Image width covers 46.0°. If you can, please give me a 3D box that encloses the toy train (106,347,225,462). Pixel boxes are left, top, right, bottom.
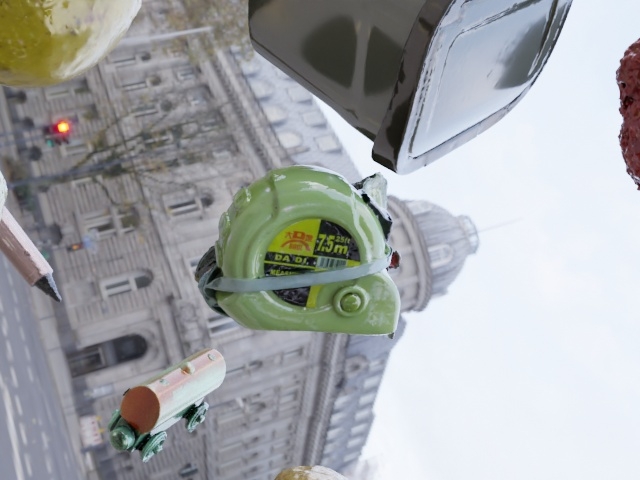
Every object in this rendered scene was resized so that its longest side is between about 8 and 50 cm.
[{"bbox_3d":[-0.289,0.305,1.455,0.116,0.285,0.177,37,-70,14],"label":"toy train"}]

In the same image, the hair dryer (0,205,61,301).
[{"bbox_3d":[-0.540,-0.030,1.235,0.344,0.107,0.189,54,-34,-2],"label":"hair dryer"}]

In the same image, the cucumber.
[{"bbox_3d":[-0.037,-0.006,0.932,0.077,0.265,0.077,55,24,-39],"label":"cucumber"}]

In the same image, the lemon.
[{"bbox_3d":[-0.345,-0.310,0.877,0.310,0.258,0.257,-61,159,-45],"label":"lemon"}]

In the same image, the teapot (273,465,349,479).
[{"bbox_3d":[0.020,0.388,0.961,0.311,0.167,0.203,99,-11,-50],"label":"teapot"}]

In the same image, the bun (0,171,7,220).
[{"bbox_3d":[-0.448,-0.023,0.821,0.220,0.221,0.134,135,-64,-70],"label":"bun"}]

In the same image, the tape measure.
[{"bbox_3d":[-0.015,0.011,0.661,0.087,0.178,0.154,-119,-147,-63],"label":"tape measure"}]

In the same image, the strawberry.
[{"bbox_3d":[0.428,-0.135,0.930,0.236,0.111,0.190,61,-27,-3],"label":"strawberry"}]

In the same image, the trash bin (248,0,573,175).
[{"bbox_3d":[0.070,-0.217,0.724,0.250,0.220,0.219,38,-39,29],"label":"trash bin"}]

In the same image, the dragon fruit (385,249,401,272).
[{"bbox_3d":[0.003,-0.011,1.060,0.161,0.274,0.126,121,-17,-53],"label":"dragon fruit"}]
